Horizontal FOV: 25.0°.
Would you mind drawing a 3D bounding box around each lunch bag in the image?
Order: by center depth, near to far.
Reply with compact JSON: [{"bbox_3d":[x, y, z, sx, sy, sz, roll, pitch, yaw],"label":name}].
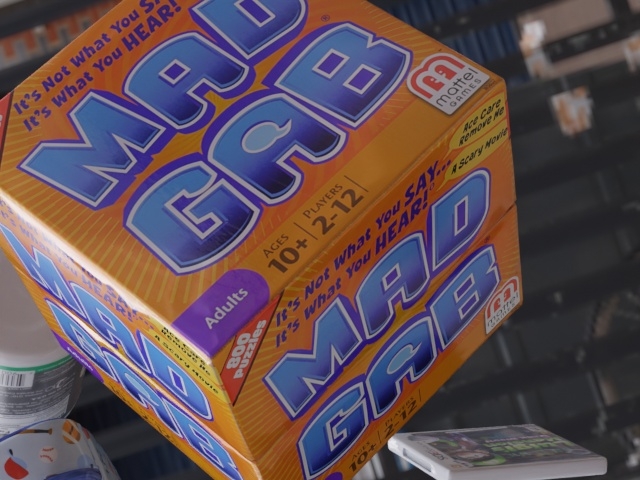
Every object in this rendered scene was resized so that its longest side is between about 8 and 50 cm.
[{"bbox_3d":[-0.380,0.341,1.842,0.115,0.243,0.303,60,172,22],"label":"lunch bag"}]

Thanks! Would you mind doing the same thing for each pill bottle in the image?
[{"bbox_3d":[-0.422,0.153,1.988,0.361,0.204,0.204,116,142,-56],"label":"pill bottle"}]

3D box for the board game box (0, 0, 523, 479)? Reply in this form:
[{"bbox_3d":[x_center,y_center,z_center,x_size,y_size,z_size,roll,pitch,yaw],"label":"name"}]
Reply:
[{"bbox_3d":[-0.061,-0.009,1.381,0.356,0.356,0.356,35,158,29],"label":"board game box"}]

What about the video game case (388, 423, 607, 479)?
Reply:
[{"bbox_3d":[0.194,0.237,1.612,0.173,0.190,0.022,-162,72,-70],"label":"video game case"}]
